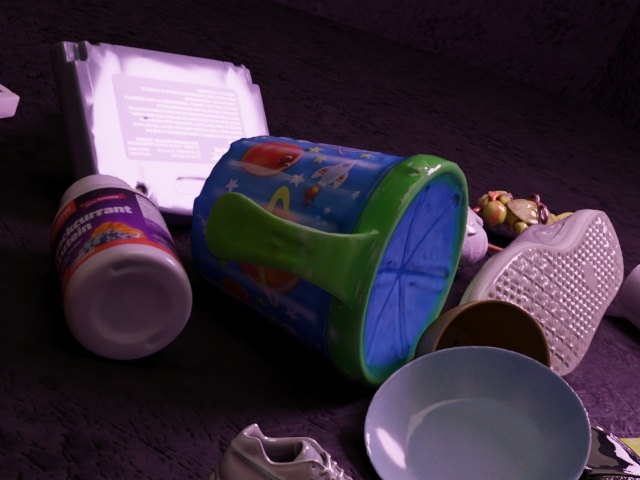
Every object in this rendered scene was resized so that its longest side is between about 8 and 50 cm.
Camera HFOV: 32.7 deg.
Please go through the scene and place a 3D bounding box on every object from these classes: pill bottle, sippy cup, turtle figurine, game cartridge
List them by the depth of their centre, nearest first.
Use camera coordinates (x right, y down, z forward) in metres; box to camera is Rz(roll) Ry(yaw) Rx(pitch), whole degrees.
[{"bbox_3d":[-0.186,0.014,0.984,0.108,0.108,0.193,14,21,-26],"label":"pill bottle"},{"bbox_3d":[0.000,0.000,1.097,0.224,0.305,0.240,21,60,25],"label":"sippy cup"},{"bbox_3d":[-0.170,-0.117,1.254,0.062,0.198,0.297,-13,-7,38],"label":"game cartridge"},{"bbox_3d":[0.335,-0.033,1.741,0.217,0.087,0.269,15,21,-23],"label":"turtle figurine"}]

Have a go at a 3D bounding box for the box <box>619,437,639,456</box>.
[{"bbox_3d":[0.376,0.262,1.075,0.109,0.042,0.178,7,24,-38],"label":"box"}]

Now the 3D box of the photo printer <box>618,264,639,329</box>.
[{"bbox_3d":[0.608,0.150,1.542,0.256,0.107,0.307,8,25,-37],"label":"photo printer"}]

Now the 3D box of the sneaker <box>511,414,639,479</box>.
[{"bbox_3d":[0.251,0.232,0.942,0.227,0.087,0.130,34,15,14],"label":"sneaker"}]

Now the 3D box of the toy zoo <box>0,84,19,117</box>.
[{"bbox_3d":[-0.504,-0.206,1.320,0.293,0.030,0.192,32,21,25],"label":"toy zoo"}]

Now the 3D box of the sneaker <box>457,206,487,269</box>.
[{"bbox_3d":[0.147,-0.016,1.438,0.152,0.114,0.305,25,19,9],"label":"sneaker"}]

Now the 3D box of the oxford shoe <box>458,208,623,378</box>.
[{"bbox_3d":[0.255,0.071,1.339,0.130,0.169,0.449,-14,8,32],"label":"oxford shoe"}]

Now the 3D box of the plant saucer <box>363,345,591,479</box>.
[{"bbox_3d":[0.136,0.174,0.951,0.195,0.037,0.195,-4,41,4],"label":"plant saucer"}]

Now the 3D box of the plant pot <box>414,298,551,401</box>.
[{"bbox_3d":[0.146,0.121,1.082,0.134,0.134,0.095,16,-4,-21],"label":"plant pot"}]

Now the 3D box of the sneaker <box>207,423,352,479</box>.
[{"bbox_3d":[-0.004,0.185,0.814,0.152,0.061,0.054,20,17,-13],"label":"sneaker"}]
